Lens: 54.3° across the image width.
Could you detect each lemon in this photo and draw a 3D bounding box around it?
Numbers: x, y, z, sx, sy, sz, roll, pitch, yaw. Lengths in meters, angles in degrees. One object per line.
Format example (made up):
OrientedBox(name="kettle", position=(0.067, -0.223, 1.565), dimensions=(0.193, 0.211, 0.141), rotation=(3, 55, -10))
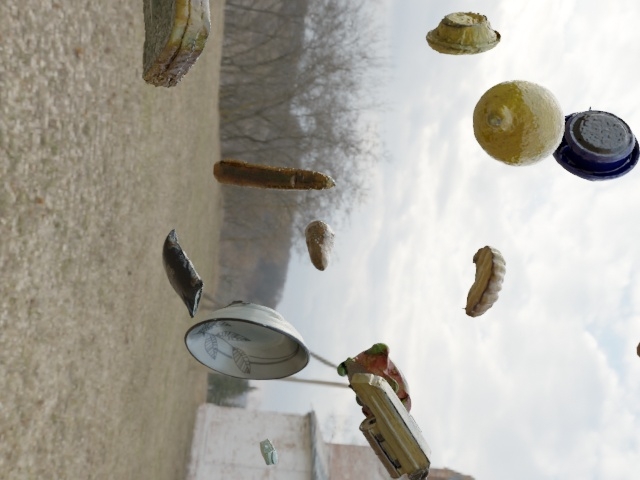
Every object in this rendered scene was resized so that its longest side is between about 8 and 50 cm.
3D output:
OrientedBox(name="lemon", position=(0.417, -0.248, 1.320), dimensions=(0.187, 0.244, 0.186), rotation=(-6, -99, 39))

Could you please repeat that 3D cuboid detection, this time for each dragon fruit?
OrientedBox(name="dragon fruit", position=(0.182, 0.455, 1.968), dimensions=(0.295, 0.130, 0.268), rotation=(37, -37, 37))

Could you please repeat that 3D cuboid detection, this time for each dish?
OrientedBox(name="dish", position=(-0.176, 0.240, 1.577), dimensions=(0.316, 0.317, 0.106), rotation=(103, -3, -52))

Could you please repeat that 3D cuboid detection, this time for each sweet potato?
OrientedBox(name="sweet potato", position=(0.000, -0.004, 1.902), dimensions=(0.341, 0.092, 0.114), rotation=(-102, -170, -75))

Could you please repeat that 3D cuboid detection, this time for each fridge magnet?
OrientedBox(name="fridge magnet", position=(0.825, -0.292, 1.875), dimensions=(0.112, 0.266, 0.265), rotation=(86, 6, -59))

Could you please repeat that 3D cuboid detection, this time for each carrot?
OrientedBox(name="carrot", position=(-0.109, -0.152, 1.489), dimensions=(0.066, 0.314, 0.066), rotation=(8, 90, -72))

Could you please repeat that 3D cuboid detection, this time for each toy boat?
OrientedBox(name="toy boat", position=(0.118, 0.330, 1.078), dimensions=(0.226, 0.088, 0.068), rotation=(56, 19, -4))

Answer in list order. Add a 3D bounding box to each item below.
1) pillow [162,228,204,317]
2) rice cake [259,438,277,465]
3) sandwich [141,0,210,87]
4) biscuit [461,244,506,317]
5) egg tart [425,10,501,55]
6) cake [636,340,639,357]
OrientedBox(name="pillow", position=(-0.259, 0.060, 1.160), dimensions=(0.150, 0.048, 0.090), rotation=(54, -26, 29))
OrientedBox(name="rice cake", position=(-0.116, 0.469, 1.386), dimensions=(0.171, 0.029, 0.033), rotation=(132, -51, -77))
OrientedBox(name="sandwich", position=(-0.344, -0.544, 1.461), dimensions=(0.271, 0.099, 0.301), rotation=(-29, -119, 57))
OrientedBox(name="biscuit", position=(0.403, 0.098, 1.496), dimensions=(0.118, 0.061, 0.183), rotation=(142, -31, -71))
OrientedBox(name="egg tart", position=(0.363, -0.528, 1.576), dimensions=(0.191, 0.191, 0.074), rotation=(-91, 180, -54))
OrientedBox(name="cake", position=(0.796, 0.257, 1.491), dimensions=(0.084, 0.044, 0.084), rotation=(-51, -175, 7))
